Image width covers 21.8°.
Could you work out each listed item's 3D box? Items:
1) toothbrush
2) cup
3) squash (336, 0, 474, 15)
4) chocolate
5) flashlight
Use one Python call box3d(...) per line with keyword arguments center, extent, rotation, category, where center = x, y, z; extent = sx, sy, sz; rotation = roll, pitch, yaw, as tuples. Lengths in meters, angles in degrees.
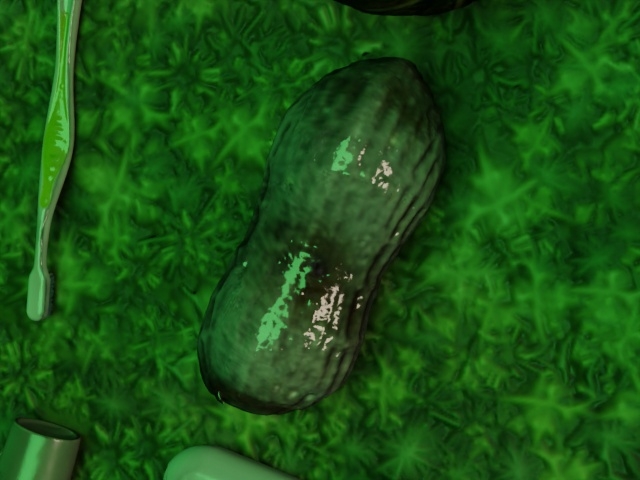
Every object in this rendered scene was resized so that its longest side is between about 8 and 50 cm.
box3d(center=(-0.182, -0.075, 1.143), extent=(0.022, 0.026, 0.263), rotation=(6, 93, 13), category="toothbrush")
box3d(center=(-0.201, 0.166, 1.149), extent=(0.054, 0.075, 0.083), rotation=(16, 94, -18), category="cup")
box3d(center=(0.066, -0.227, 0.958), extent=(0.218, 0.218, 0.172), rotation=(-14, 59, 19), category="squash")
box3d(center=(0.000, 0.000, 1.040), extent=(0.110, 0.110, 0.248), rotation=(24, 99, 18), category="chocolate")
box3d(center=(-0.014, 0.183, 1.077), extent=(0.200, 0.047, 0.093), rotation=(16, 97, 18), category="flashlight")
